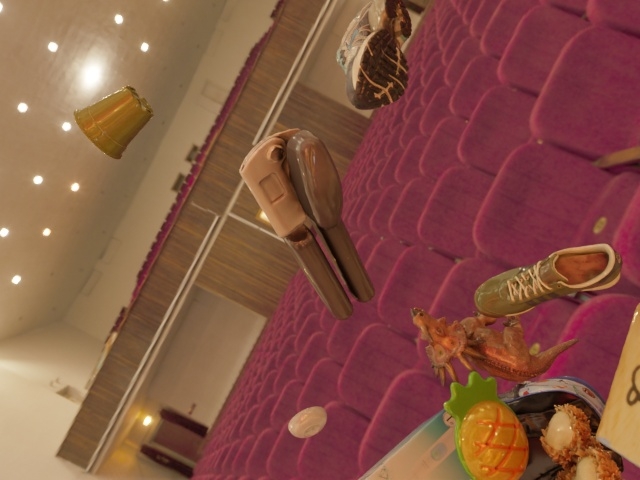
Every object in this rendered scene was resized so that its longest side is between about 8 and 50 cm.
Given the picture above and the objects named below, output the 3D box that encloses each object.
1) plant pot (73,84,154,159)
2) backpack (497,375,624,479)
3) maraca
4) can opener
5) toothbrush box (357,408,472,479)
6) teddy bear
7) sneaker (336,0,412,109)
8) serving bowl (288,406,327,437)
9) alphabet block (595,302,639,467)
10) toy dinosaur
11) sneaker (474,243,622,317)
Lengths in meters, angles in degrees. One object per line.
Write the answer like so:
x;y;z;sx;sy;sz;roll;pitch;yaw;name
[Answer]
-0.274;-0.167;0.678;0.079;0.083;0.083;-36;4;6;plant pot
0.498;0.423;1.064;0.263;0.276;0.213;-34;-11;38;backpack
0.269;0.308;0.803;0.127;0.186;0.099;-21;-5;-24;maraca
0.000;0.000;0.547;0.074;0.093;0.280;-36;-43;-9;can opener
0.215;0.499;0.967;0.295;0.216;0.126;-21;-26;-38;toothbrush box
0.437;0.401;0.745;0.113;0.338;0.245;-25;4;6;teddy bear
0.084;-0.318;0.877;0.122;0.110;0.283;-18;42;40;sneaker
-0.022;0.373;1.003;0.083;0.083;0.027;-62;38;26;serving bowl
0.499;0.203;0.598;0.192;0.193;0.197;-152;74;-68;alphabet block
0.307;0.203;0.897;0.200;0.295;0.127;-9;-72;-72;toy dinosaur
0.295;0.047;0.655;0.086;0.192;0.064;44;-148;-59;sneaker
